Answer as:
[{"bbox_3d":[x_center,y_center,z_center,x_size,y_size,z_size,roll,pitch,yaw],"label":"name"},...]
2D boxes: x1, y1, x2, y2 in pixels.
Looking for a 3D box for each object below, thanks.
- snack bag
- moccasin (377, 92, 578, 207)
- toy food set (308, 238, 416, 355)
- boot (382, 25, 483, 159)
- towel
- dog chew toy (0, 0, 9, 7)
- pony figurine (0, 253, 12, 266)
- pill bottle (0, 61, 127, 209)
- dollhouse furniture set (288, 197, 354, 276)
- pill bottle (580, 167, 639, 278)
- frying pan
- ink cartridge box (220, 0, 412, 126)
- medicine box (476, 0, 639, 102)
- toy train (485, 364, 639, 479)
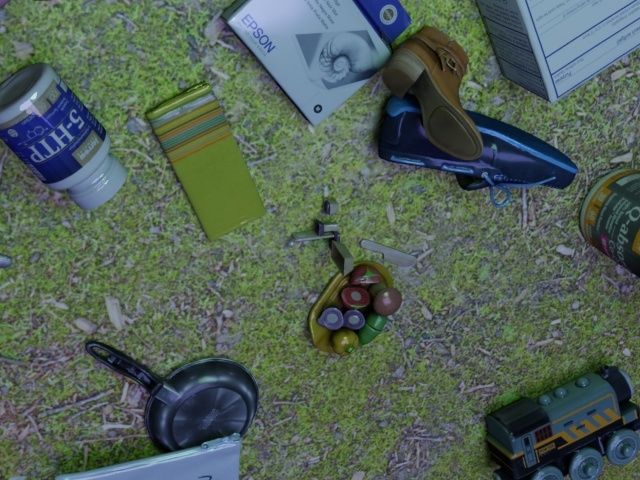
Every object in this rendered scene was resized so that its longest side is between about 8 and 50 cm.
[{"bbox_3d":[-0.290,0.478,1.723,0.323,0.037,0.343,-9,125,-19],"label":"snack bag"},{"bbox_3d":[0.245,-0.138,1.641,0.342,0.138,0.117,17,111,-15],"label":"moccasin"},{"bbox_3d":[0.072,0.109,1.701,0.128,0.071,0.218,27,101,-32],"label":"toy food set"},{"bbox_3d":[0.191,-0.226,1.522,0.197,0.152,0.073,47,135,-10],"label":"boot"},{"bbox_3d":[-0.166,-0.114,1.516,0.102,0.021,0.237,-26,123,-4],"label":"towel"},{"bbox_3d":[-0.355,-0.370,1.204,0.331,0.206,0.207,-14,120,-28],"label":"dog chew toy"},{"bbox_3d":[-0.522,0.009,1.222,0.302,0.351,0.364,-28,102,-29],"label":"pony figurine"},{"bbox_3d":[-0.347,-0.134,1.367,0.112,0.112,0.187,-39,124,-2],"label":"pill bottle"},{"bbox_3d":[0.000,0.000,1.591,0.081,0.114,0.091,-6,119,-17],"label":"dollhouse furniture set"},{"bbox_3d":[0.586,-0.006,1.753,0.162,0.278,0.162,-10,117,-20],"label":"pill bottle"},{"bbox_3d":[-0.213,0.236,1.653,0.197,0.053,0.326,-32,126,-8],"label":"frying pan"},{"bbox_3d":[0.007,-0.314,1.478,0.224,0.045,0.223,-43,124,0],"label":"ink cartridge box"},{"bbox_3d":[0.375,-0.404,1.538,0.263,0.149,0.289,-33,124,-7],"label":"medicine box"},{"bbox_3d":[0.473,0.369,1.980,0.333,0.142,0.190,-22,112,-13],"label":"toy train"}]
